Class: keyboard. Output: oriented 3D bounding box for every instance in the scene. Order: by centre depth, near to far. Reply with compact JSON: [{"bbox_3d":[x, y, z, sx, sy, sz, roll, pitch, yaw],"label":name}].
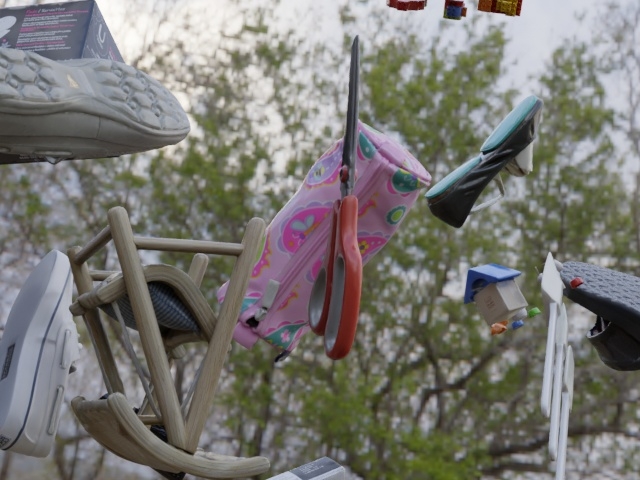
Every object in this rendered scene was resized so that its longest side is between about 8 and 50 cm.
[{"bbox_3d":[-0.295,0.319,1.706,0.192,0.100,0.038,32,22,8],"label":"keyboard"}]

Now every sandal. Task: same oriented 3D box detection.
[{"bbox_3d":[0.427,0.136,1.331,0.167,0.107,0.446,8,17,-20],"label":"sandal"}]

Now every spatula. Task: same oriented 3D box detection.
[{"bbox_3d":[0.239,0.140,1.066,0.019,0.242,0.168,-2,-57,19],"label":"spatula"}]

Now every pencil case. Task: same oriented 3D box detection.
[{"bbox_3d":[0.000,0.000,1.195,0.284,0.124,0.124,-50,-44,11],"label":"pencil case"}]

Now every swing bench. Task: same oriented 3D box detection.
[{"bbox_3d":[-0.166,0.117,1.079,0.165,0.255,0.253,4,-11,-21],"label":"swing bench"}]

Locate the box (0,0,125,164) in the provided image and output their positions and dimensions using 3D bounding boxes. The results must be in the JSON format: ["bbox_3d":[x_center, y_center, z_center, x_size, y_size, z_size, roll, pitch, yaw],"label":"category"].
[{"bbox_3d":[-0.388,-0.199,1.347,0.247,0.142,0.163,-2,-34,11],"label":"box"}]

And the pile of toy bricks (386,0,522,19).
[{"bbox_3d":[0.210,-0.399,1.631,0.212,0.105,0.118,9,-65,11],"label":"pile of toy bricks"}]

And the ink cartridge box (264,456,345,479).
[{"bbox_3d":[-0.040,0.570,1.796,0.175,0.371,0.069,-13,19,-36],"label":"ink cartridge box"}]

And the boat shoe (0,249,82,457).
[{"bbox_3d":[-0.332,0.136,1.255,0.084,0.258,0.095,31,-36,-32],"label":"boat shoe"}]

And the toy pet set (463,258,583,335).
[{"bbox_3d":[0.216,0.057,1.201,0.114,0.065,0.122,-10,-25,-40],"label":"toy pet set"}]

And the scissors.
[{"bbox_3d":[0.029,-0.042,0.951,0.021,0.297,0.109,9,4,-15],"label":"scissors"}]

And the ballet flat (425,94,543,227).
[{"bbox_3d":[0.301,-0.129,1.817,0.096,0.280,0.095,48,-6,-13],"label":"ballet flat"}]

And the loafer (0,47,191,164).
[{"bbox_3d":[-0.284,-0.143,1.183,0.111,0.112,0.319,-41,-27,31],"label":"loafer"}]
